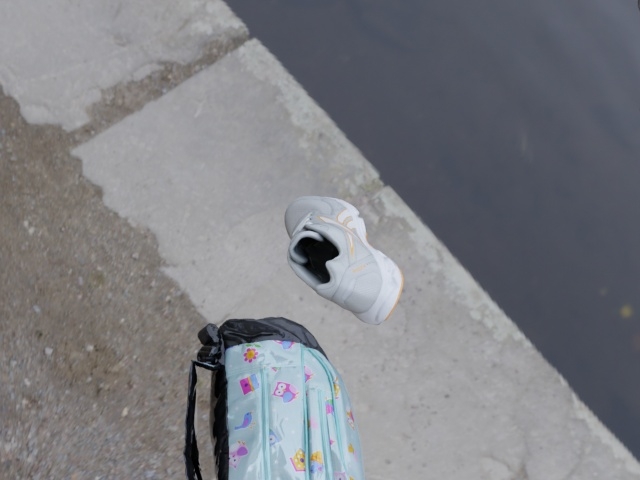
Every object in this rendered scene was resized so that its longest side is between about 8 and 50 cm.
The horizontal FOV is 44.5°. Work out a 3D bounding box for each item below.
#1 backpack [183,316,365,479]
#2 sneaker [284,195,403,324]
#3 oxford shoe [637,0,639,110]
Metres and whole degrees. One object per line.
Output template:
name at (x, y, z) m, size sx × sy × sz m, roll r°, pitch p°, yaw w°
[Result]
backpack at (-0.026, 0.158, 0.560) m, size 0.115 × 0.152 × 0.182 m, roll -15°, pitch 44°, yaw 6°
sneaker at (0.000, 0.000, 0.996) m, size 0.121 × 0.262 × 0.099 m, roll 23°, pitch 104°, yaw -34°
oxford shoe at (0.321, -0.148, 0.702) m, size 0.082 × 0.096 × 0.227 m, roll 20°, pitch 48°, yaw -30°
